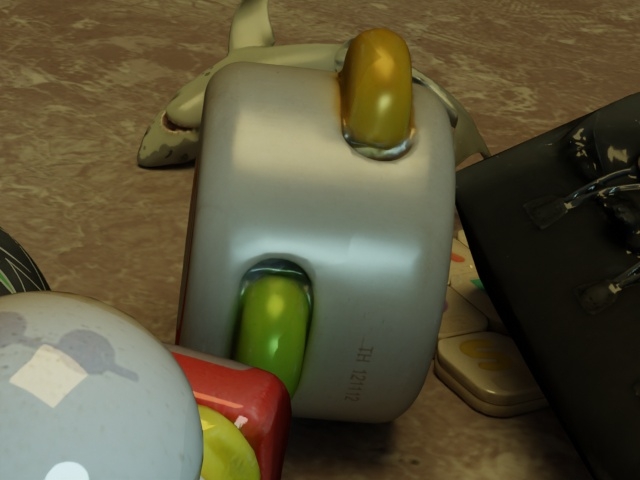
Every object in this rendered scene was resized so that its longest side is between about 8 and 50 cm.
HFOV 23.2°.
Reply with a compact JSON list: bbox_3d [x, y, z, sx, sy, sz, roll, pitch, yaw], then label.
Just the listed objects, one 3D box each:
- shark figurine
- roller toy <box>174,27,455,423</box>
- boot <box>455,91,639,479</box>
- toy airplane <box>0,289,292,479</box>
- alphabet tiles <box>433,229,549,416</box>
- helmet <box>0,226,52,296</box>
[{"bbox_3d":[0.017,-0.097,1.194,0.278,0.116,0.166,6,58,14],"label":"shark figurine"},{"bbox_3d":[0.000,0.000,0.863,0.146,0.209,0.191,6,-11,-6],"label":"roller toy"},{"bbox_3d":[0.299,0.059,0.829,0.367,0.146,0.445,-8,29,-8],"label":"boot"},{"bbox_3d":[-0.102,0.146,0.440,0.386,0.272,0.384,-6,32,-30],"label":"toy airplane"},{"bbox_3d":[0.185,0.050,1.018,0.284,0.021,0.278,-8,30,-29],"label":"alphabet tiles"},{"bbox_3d":[-0.203,0.052,0.719,0.169,0.161,0.169,21,32,-14],"label":"helmet"}]
